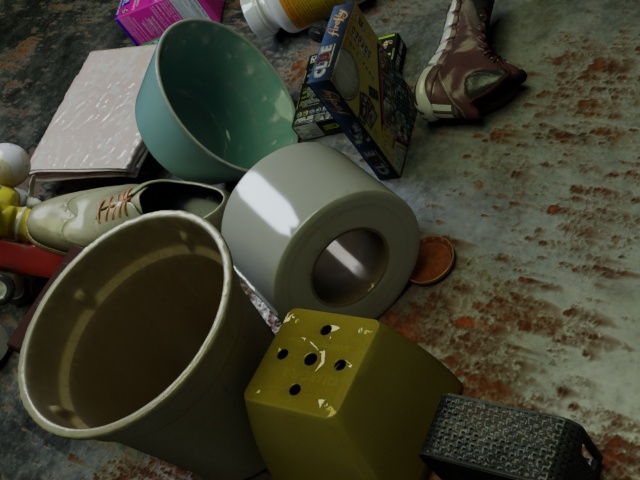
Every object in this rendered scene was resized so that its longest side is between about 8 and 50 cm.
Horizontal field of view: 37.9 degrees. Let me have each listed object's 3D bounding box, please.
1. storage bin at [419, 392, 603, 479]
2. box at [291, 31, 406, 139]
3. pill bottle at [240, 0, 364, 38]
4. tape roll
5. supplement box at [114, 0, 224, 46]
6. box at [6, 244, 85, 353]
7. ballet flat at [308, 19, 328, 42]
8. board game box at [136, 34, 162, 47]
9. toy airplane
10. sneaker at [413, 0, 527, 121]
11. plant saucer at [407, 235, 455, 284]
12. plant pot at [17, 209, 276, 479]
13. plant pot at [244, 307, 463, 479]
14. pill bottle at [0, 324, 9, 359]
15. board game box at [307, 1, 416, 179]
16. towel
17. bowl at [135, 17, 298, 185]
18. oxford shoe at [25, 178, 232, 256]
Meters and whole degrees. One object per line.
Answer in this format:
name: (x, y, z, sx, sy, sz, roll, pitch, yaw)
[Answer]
storage bin: (0.223, 0.255, 1.095, 0.180, 0.122, 0.084, 7, 61, 38)
box: (0.051, -0.279, 1.689, 0.191, 0.045, 0.184, -9, 50, 29)
pill bottle: (-0.030, -0.495, 1.845, 0.246, 0.136, 0.136, -21, 47, 19)
tape roll: (0.000, 0.000, 1.359, 0.246, 0.246, 0.169, -44, 44, -4)
supplement box: (-0.336, -0.529, 2.099, 0.220, 0.114, 0.111, -14, 49, 23)
box: (-0.366, 0.143, 1.548, 0.169, 0.167, 0.203, 13, 65, 39)
ballet flat: (0.043, -0.396, 1.776, 0.173, 0.057, 0.049, 24, 67, 43)
board game box: (-0.394, -0.302, 2.006, 0.214, 0.046, 0.317, -19, 48, 20)
toy airplane: (-0.665, -0.076, 1.769, 0.386, 0.384, 0.272, 28, 85, 46)
sneaker: (0.277, -0.310, 1.533, 0.163, 0.106, 0.281, 15, 76, 35)
plant saucer: (0.162, 0.031, 1.391, 0.084, 0.013, 0.083, -17, 49, 21)
plant pot: (-0.186, 0.180, 1.298, 0.334, 0.305, 0.333, -18, 48, 21)
plant pot: (0.027, 0.203, 1.205, 0.212, 0.187, 0.212, 6, 53, 36)
pill bottle: (-0.683, 0.184, 1.773, 0.194, 0.108, 0.108, 5, 60, 37)
board game box: (0.075, -0.235, 1.494, 0.042, 0.243, 0.165, -5, 54, 33)
towel: (-0.434, -0.266, 1.934, 0.317, 0.053, 0.331, 3, 59, 34)
bowl: (-0.207, -0.223, 1.669, 0.163, 0.312, 0.311, -30, 41, 38)
oxford shoe: (-0.328, -0.054, 1.601, 0.397, 0.146, 0.140, -4, 67, 6)
